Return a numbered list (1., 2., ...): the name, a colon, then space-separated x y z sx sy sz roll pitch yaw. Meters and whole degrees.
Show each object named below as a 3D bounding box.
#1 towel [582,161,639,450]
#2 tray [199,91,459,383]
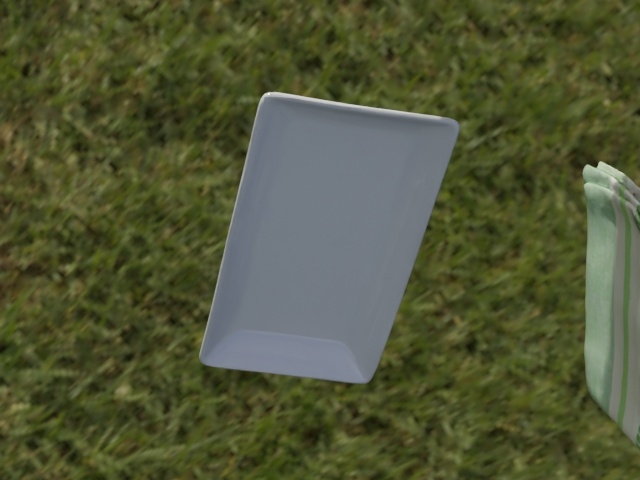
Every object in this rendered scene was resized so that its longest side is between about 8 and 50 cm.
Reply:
1. towel: 0.287 0.090 1.310 0.038 0.325 0.248 -6 110 -9
2. tray: 0.000 0.000 1.164 0.145 0.270 0.030 7 40 -11
